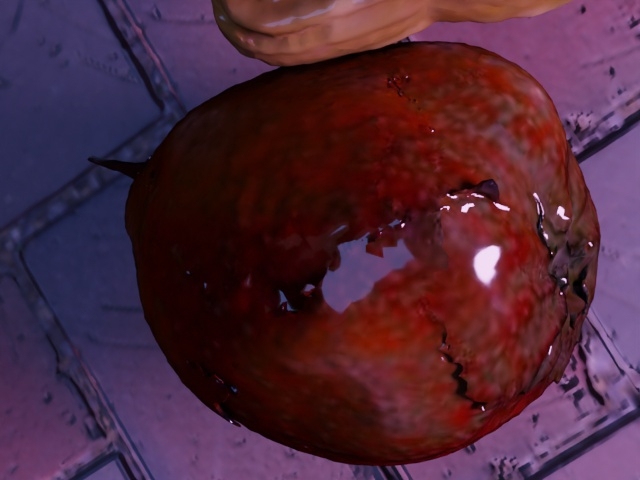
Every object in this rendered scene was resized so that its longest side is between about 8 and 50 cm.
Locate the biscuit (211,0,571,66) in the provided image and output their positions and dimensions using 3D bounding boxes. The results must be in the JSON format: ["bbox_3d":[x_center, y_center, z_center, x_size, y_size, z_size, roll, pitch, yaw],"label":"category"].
[{"bbox_3d":[0.043,-0.214,0.751,0.376,0.051,0.269,-15,68,5],"label":"biscuit"}]

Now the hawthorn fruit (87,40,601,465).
[{"bbox_3d":[0.000,0.000,0.776,0.235,0.181,0.181,13,96,31],"label":"hawthorn fruit"}]
